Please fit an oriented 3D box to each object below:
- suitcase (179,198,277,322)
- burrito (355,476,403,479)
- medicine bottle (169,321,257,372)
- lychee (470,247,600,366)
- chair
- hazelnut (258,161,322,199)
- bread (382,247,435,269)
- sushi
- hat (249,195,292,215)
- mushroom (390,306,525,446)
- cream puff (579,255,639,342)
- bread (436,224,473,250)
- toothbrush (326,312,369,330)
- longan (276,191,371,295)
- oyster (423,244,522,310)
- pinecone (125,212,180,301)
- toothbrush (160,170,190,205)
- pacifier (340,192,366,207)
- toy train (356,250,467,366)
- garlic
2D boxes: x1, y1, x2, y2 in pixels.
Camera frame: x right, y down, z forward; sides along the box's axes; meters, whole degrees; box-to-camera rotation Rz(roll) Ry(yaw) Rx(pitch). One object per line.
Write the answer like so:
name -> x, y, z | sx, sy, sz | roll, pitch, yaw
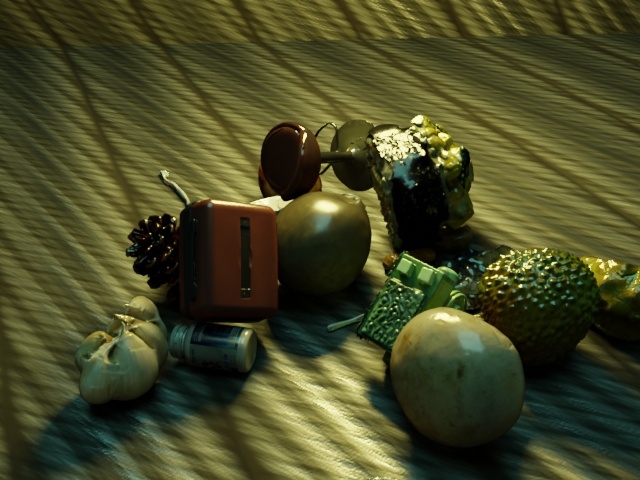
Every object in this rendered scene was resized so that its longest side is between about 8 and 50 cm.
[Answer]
suitcase -> -0.225, 0.052, 1.776 | 0.236, 0.297, 0.161 | 5, -11, -36
burrito -> 0.172, 0.497, 1.396 | 0.229, 0.058, 0.063 | 8, 39, 14
medicine bottle -> -0.255, 0.251, 1.733 | 0.191, 0.107, 0.107 | 5, 36, 12
lychee -> 0.487, 0.157, 1.688 | 0.269, 0.320, 0.270 | 14, 52, -18
chair -> -0.007, -0.237, 2.105 | 0.226, 0.227, 0.401 | 25, 23, 34
hazelnut -> -0.106, -0.178, 2.295 | 0.210, 0.210, 0.186 | 7, 66, 13
bread -> 0.247, 0.051, 2.036 | 0.157, 0.044, 0.052 | -10, 9, -10
sushi -> 0.296, -0.158, 2.010 | 0.285, 0.328, 0.329 | -15, 25, -1
hat -> -0.123, -0.053, 2.121 | 0.203, 0.126, 0.203 | -12, 17, 4
mushroom -> 0.305, 0.268, 1.519 | 0.290, 0.298, 0.297 | -19, 37, -40
cream puff -> 0.742, 0.149, 1.775 | 0.281, 0.185, 0.282 | 16, -2, 1
bread -> 0.381, -0.003, 2.095 | 0.113, 0.060, 0.082 | 1, 34, 8
toothbrush -> 0.107, 0.195, 1.868 | 0.204, 0.017, 0.022 | -16, 18, -20
longan -> 0.000, 0.000, 1.936 | 0.288, 0.288, 0.350 | 6, 21, 12
oyster -> 0.406, 0.095, 1.931 | 0.361, 0.096, 0.221 | -10, 42, -6
pinecone -> -0.374, 0.033, 1.908 | 0.246, 0.292, 0.246 | -19, 56, 30
toothbrush -> -0.485, -0.176, 2.436 | 0.027, 0.021, 0.269 | -24, 41, -19
pacifier -> 0.088, -0.106, 2.262 | 0.099, 0.081, 0.078 | 14, 66, 23
toy train -> 0.219, 0.171, 1.694 | 0.159, 0.188, 0.272 | 28, 84, 41
garlic -> -0.438, 0.254, 1.668 | 0.184, 0.203, 0.281 | 32, 42, 16
